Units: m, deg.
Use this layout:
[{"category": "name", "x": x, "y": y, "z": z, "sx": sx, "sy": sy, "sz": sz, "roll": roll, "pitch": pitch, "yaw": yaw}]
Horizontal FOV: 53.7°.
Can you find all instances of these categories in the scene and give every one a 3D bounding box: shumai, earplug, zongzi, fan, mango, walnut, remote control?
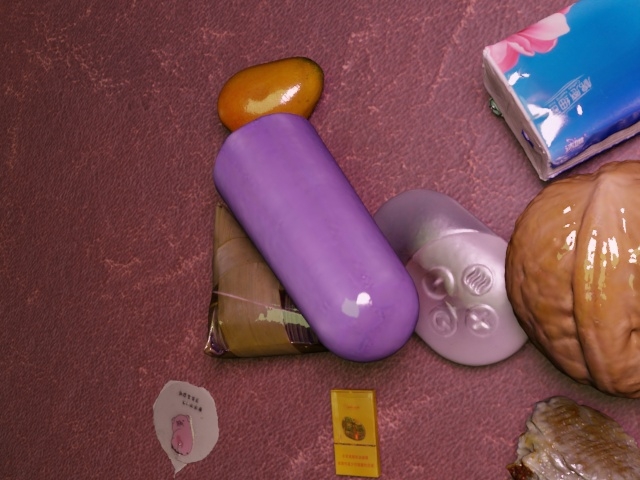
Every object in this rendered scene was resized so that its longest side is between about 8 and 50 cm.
[{"category": "shumai", "x": 0.378, "y": 0.344, "z": 0.948, "sx": 0.184, "sy": 0.184, "sz": 0.142, "roll": 28, "pitch": 124, "yaw": 25}, {"category": "earplug", "x": 0.000, "y": 0.000, "z": 1.046, "sx": 0.215, "sy": 0.215, "sz": 0.456, "roll": -47, "pitch": 54, "yaw": 18}, {"category": "zongzi", "x": -0.079, "y": 0.056, "z": 1.191, "sx": 0.289, "sy": 0.154, "sz": 0.318, "roll": -8, "pitch": 78, "yaw": 19}, {"category": "fan", "x": -0.306, "y": 0.457, "z": 1.358, "sx": 0.182, "sy": 0.010, "sz": 0.310, "roll": 13, "pitch": 93, "yaw": 27}, {"category": "mango", "x": -0.095, "y": -0.269, "z": 1.221, "sx": 0.221, "sy": 0.120, "sz": 0.152, "roll": -11, "pitch": 82, "yaw": 19}, {"category": "walnut", "x": 0.401, "y": 0.048, "z": 0.835, "sx": 0.332, "sy": 0.333, "sz": 0.333, "roll": -1, "pitch": 87, "yaw": 27}, {"category": "remote control", "x": 0.208, "y": 0.060, "z": 1.059, "sx": 0.332, "sy": 0.103, "sz": 0.221, "roll": 44, "pitch": 112, "yaw": 23}]

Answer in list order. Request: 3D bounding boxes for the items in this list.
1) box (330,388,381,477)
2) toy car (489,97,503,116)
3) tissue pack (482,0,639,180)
[{"category": "box", "x": 0.064, "y": 0.353, "z": 1.166, "sx": 0.087, "sy": 0.023, "sz": 0.155, "roll": -6, "pitch": 85, "yaw": 30}, {"category": "toy car", "x": 0.341, "y": -0.195, "z": 1.030, "sx": 0.073, "sy": 0.054, "sz": 0.143, "roll": -38, "pitch": 73, "yaw": 19}, {"category": "tissue pack", "x": 0.403, "y": -0.242, "z": 0.920, "sx": 0.269, "sy": 0.137, "sz": 0.209, "roll": -26, "pitch": 76, "yaw": 5}]
